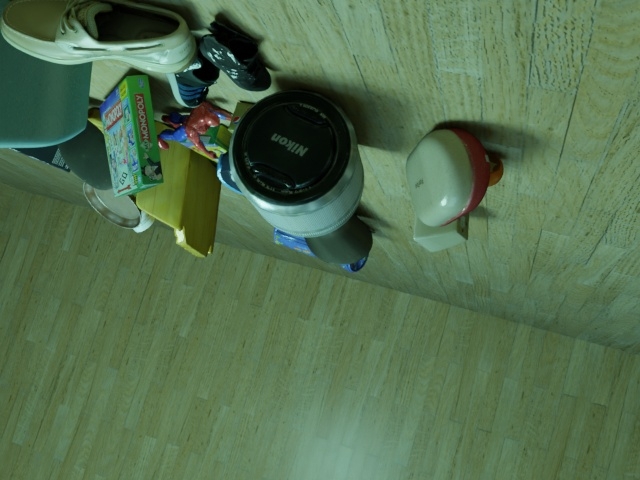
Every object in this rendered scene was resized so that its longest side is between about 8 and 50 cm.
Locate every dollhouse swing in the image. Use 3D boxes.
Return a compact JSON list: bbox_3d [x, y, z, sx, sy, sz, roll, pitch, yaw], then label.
[{"bbox_3d":[-0.443,-0.140,1.919,0.304,0.315,0.347,5,170,5],"label":"dollhouse swing"}]

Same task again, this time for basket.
[{"bbox_3d":[0.022,-0.040,2.033,0.204,0.154,0.227,16,167,20],"label":"basket"}]

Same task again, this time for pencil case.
[{"bbox_3d":[0.000,0.000,2.263,0.306,0.120,0.133,20,-163,25],"label":"pencil case"}]

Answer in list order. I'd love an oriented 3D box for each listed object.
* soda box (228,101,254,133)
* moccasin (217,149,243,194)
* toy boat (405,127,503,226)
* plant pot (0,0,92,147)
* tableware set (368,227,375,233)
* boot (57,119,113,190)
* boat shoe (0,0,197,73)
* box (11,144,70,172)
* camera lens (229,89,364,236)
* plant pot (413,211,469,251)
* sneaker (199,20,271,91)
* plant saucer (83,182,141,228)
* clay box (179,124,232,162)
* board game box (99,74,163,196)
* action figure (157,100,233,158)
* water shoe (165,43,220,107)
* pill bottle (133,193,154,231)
[{"bbox_3d":[-0.111,-0.211,1.497,0.058,0.061,0.181,13,170,25],"label":"soda box"},{"bbox_3d":[-0.067,-0.121,1.677,0.341,0.138,0.116,11,158,-39],"label":"moccasin"},{"bbox_3d":[0.245,-0.114,1.293,0.151,0.151,0.231,-13,174,-7],"label":"toy boat"},{"bbox_3d":[-0.558,-0.286,1.343,0.247,0.247,0.252,11,-174,34],"label":"plant pot"},{"bbox_3d":[0.076,-0.045,2.285,0.168,0.020,0.141,22,170,-32],"label":"tableware set"},{"bbox_3d":[-0.574,-0.247,1.769,0.305,0.112,0.115,50,-179,-2],"label":"boot"},{"bbox_3d":[-0.340,-0.325,1.120,0.302,0.109,0.098,11,165,3],"label":"boat shoe"},{"bbox_3d":[-0.740,-0.280,1.920,0.184,0.103,0.261,27,-177,-36],"label":"box"},{"bbox_3d":[-0.035,-0.129,1.348,0.219,0.220,0.274,15,171,10],"label":"camera lens"},{"bbox_3d":[0.281,-0.041,1.699,0.096,0.109,0.109,-3,162,30],"label":"plant pot"},{"bbox_3d":[-0.121,-0.278,1.147,0.170,0.051,0.089,29,170,-41],"label":"sneaker"},{"bbox_3d":[-0.510,-0.099,1.854,0.168,0.029,0.168,20,144,15],"label":"plant saucer"},{"bbox_3d":[-0.202,-0.203,1.741,0.127,0.053,0.222,9,167,42],"label":"clay box"},{"bbox_3d":[-0.405,-0.210,1.584,0.046,0.214,0.317,-10,-177,-25],"label":"board game box"},{"bbox_3d":[-0.249,-0.226,1.583,0.139,0.092,0.280,29,168,-25],"label":"action figure"},{"bbox_3d":[-0.209,-0.274,1.270,0.080,0.073,0.203,13,171,8],"label":"water shoe"},{"bbox_3d":[-0.507,-0.100,1.956,0.087,0.087,0.160,7,141,47],"label":"pill bottle"}]
